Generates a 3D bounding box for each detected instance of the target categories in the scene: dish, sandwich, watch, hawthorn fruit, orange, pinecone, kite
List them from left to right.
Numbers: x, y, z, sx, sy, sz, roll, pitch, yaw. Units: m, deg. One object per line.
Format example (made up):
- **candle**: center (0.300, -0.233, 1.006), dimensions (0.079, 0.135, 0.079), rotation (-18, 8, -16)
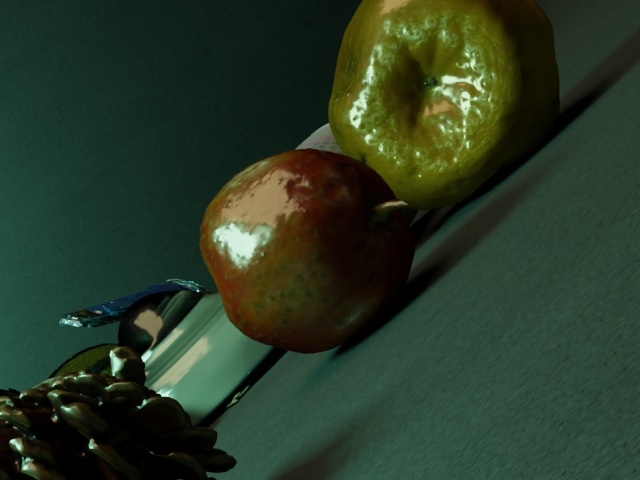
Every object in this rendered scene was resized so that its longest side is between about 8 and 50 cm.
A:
- **pinecone**: center (-0.169, 0.178, 1.168), dimensions (0.212, 0.168, 0.185), rotation (-44, -26, -9)
- **sandwich**: center (-0.264, 0.204, 2.187), dimensions (0.235, 0.079, 0.159), rotation (29, -100, -67)
- **watch**: center (-0.224, 0.187, 2.077), dimensions (0.274, 0.068, 0.276), rotation (-22, -52, -60)
- **dish**: center (-0.165, 0.122, 1.925), dimensions (0.273, 0.134, 0.273), rotation (-44, 5, 5)
- **kite**: center (-0.086, 0.143, 1.944), dimensions (0.268, 0.013, 0.323), rotation (-41, 4, 20)
- **hawthorn fruit**: center (0.000, 0.000, 1.513), dimensions (0.200, 0.179, 0.179), rotation (-34, 8, 40)
- **orange**: center (0.124, -0.160, 1.758), dimensions (0.249, 0.249, 0.183), rotation (-40, -12, 20)

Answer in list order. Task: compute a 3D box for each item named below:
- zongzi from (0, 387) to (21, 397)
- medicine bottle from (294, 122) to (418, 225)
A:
- **zongzi**: center (-0.356, 0.313, 2.274), dimensions (0.289, 0.317, 0.154), rotation (26, -83, -54)
- **medicine bottle**: center (0.009, -0.026, 1.851), dimensions (0.152, 0.152, 0.254), rotation (-40, 4, 26)
